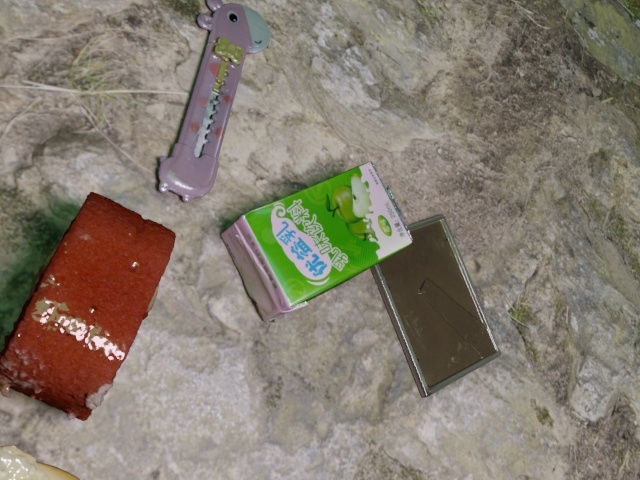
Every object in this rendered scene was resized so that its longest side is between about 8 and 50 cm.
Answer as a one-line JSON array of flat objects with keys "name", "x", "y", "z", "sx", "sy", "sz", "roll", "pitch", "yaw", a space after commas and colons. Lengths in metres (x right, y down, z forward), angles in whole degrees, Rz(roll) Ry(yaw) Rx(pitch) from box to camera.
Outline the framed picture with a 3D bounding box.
[{"name": "framed picture", "x": 0.204, "y": 0.109, "z": 1.293, "sx": 0.213, "sy": 0.016, "sz": 0.289, "roll": -19, "pitch": 84, "yaw": -37}]

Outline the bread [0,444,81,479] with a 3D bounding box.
[{"name": "bread", "x": -0.317, "y": 0.383, "z": 0.703, "sx": 0.211, "sy": 0.270, "sz": 0.315, "roll": 19, "pitch": 55, "yaw": -10}]

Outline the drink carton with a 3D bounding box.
[{"name": "drink carton", "x": 0.000, "y": 0.000, "z": 1.133, "sx": 0.271, "sy": 0.108, "sz": 0.161, "roll": -25, "pitch": 86, "yaw": -32}]

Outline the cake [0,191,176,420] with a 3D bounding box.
[{"name": "cake", "x": -0.283, "y": 0.076, "z": 0.887, "sx": 0.151, "sy": 0.177, "sz": 0.283, "roll": 33, "pitch": 57, "yaw": -20}]

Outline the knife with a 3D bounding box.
[{"name": "knife", "x": -0.169, "y": -0.236, "z": 1.157, "sx": 0.132, "sy": 0.038, "sz": 0.398, "roll": 23, "pitch": 63, "yaw": -22}]
